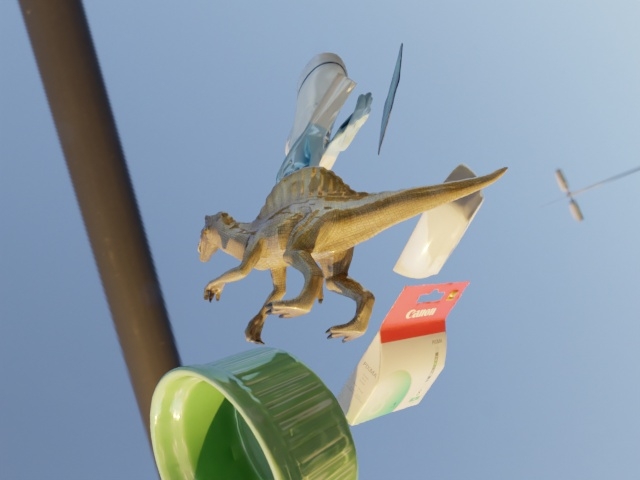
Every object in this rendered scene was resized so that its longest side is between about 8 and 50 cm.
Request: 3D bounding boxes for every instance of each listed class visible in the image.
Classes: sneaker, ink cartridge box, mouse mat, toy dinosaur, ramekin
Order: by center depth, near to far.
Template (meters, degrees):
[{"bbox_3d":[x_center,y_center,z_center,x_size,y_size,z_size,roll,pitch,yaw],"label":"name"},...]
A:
[{"bbox_3d":[0.000,0.000,0.354,0.053,0.183,0.092,45,-139,-52],"label":"toy dinosaur"},{"bbox_3d":[-0.090,0.295,0.966,0.148,0.303,0.303,-18,-96,-42],"label":"ramekin"},{"bbox_3d":[0.137,0.166,1.048,0.181,0.224,0.056,0,-142,-49],"label":"ink cartridge box"},{"bbox_3d":[-0.003,-0.218,1.281,0.094,0.258,0.091,0,-131,-16],"label":"sneaker"},{"bbox_3d":[0.142,-0.287,1.428,0.007,0.189,0.152,12,-135,-2],"label":"mouse mat"}]

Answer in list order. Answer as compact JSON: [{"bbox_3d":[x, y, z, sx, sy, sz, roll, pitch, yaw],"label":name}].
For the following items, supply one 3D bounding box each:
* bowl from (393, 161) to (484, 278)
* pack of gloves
[{"bbox_3d":[0.159,-0.020,0.902,0.053,0.142,0.142,32,-147,10],"label":"bowl"},{"bbox_3d":[0.020,-0.165,1.231,0.046,0.232,0.195,38,-165,20],"label":"pack of gloves"}]
